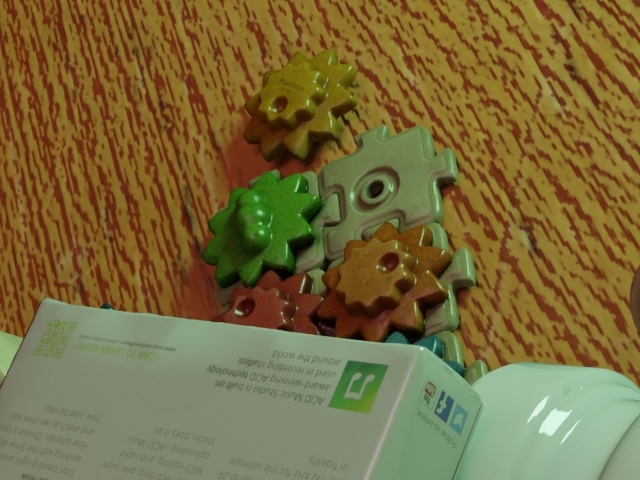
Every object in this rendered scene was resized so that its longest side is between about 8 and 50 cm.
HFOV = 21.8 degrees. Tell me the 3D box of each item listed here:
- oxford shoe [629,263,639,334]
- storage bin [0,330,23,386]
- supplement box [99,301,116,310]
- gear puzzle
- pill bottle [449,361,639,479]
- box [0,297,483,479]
[{"bbox_3d":[0.330,-0.051,0.782,0.397,0.140,0.146,-28,16,21],"label":"oxford shoe"},{"bbox_3d":[-0.220,0.208,0.906,0.260,0.123,0.262,-56,43,10],"label":"storage bin"},{"bbox_3d":[-0.127,0.100,1.010,0.083,0.056,0.083,-45,44,-1],"label":"supplement box"},{"bbox_3d":[0.000,0.000,1.005,0.175,0.044,0.339,-22,48,20],"label":"gear puzzle"},{"bbox_3d":[0.220,0.155,0.619,0.363,0.210,0.210,6,62,38],"label":"pill bottle"},{"bbox_3d":[-0.090,0.182,0.666,0.232,0.058,0.322,5,62,42],"label":"box"}]
